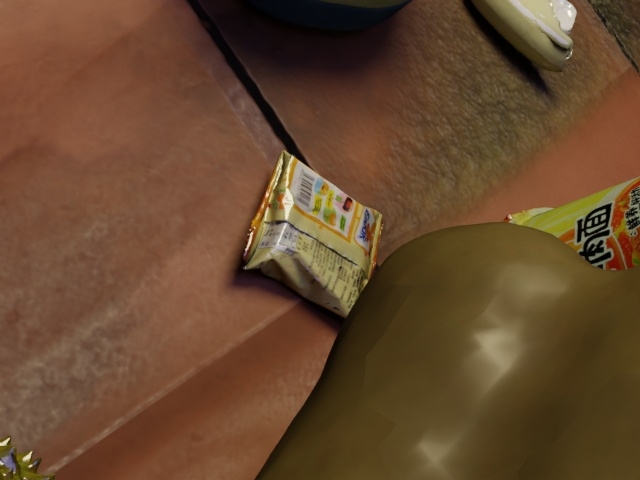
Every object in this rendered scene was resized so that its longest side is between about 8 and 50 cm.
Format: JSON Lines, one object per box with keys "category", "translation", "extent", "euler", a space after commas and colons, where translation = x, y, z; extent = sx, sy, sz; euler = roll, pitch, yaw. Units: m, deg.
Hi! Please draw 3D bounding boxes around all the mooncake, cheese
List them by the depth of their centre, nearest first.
{"category": "mooncake", "translation": [0.176, 0.207, 0.483], "extent": [0.467, 0.467, 0.262], "euler": [44, 55, -9]}
{"category": "cheese", "translation": [0.163, -0.273, 0.947], "extent": [0.235, 0.050, 0.127], "euler": [27, 63, -11]}

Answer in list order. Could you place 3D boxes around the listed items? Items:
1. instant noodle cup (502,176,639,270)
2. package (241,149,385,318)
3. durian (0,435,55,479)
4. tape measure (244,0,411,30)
{"category": "instant noodle cup", "translation": [0.296, 0.056, 0.786], "extent": [0.264, 0.200, 0.264], "euler": [15, 62, -30]}
{"category": "package", "translation": [-0.002, -0.001, 0.720], "extent": [0.121, 0.031, 0.108], "euler": [31, 55, -25]}
{"category": "durian", "translation": [-0.184, 0.142, 0.477], "extent": [0.187, 0.108, 0.119], "euler": [23, 58, -24]}
{"category": "tape measure", "translation": [0.004, -0.314, 0.791], "extent": [0.259, 0.138, 0.262], "euler": [-1, 70, -28]}
